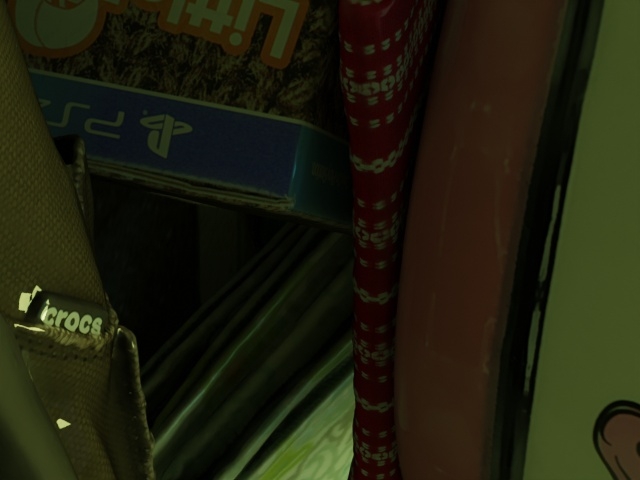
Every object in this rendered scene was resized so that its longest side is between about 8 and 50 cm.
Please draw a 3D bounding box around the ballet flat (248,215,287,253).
[{"bbox_3d":[0.000,0.000,1.019,0.077,0.091,0.241,-92,-172,-47],"label":"ballet flat"}]

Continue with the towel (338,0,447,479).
[{"bbox_3d":[0.042,-0.039,0.618,0.275,0.031,0.199,87,20,-48],"label":"towel"}]

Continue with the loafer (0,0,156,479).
[{"bbox_3d":[-0.101,0.022,0.476,0.366,0.134,0.130,86,21,-49],"label":"loafer"}]

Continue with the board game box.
[{"bbox_3d":[-0.021,-0.157,0.633,0.232,0.141,0.291,10,92,-77],"label":"board game box"}]

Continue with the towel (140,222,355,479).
[{"bbox_3d":[0.037,0.084,0.969,0.320,0.090,0.374,-44,155,-13],"label":"towel"}]

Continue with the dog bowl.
[{"bbox_3d":[0.143,-0.045,0.645,0.408,0.150,0.408,12,90,-77],"label":"dog bowl"}]
